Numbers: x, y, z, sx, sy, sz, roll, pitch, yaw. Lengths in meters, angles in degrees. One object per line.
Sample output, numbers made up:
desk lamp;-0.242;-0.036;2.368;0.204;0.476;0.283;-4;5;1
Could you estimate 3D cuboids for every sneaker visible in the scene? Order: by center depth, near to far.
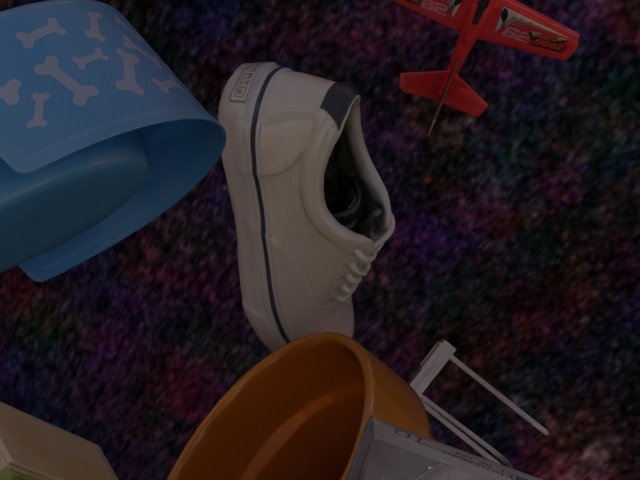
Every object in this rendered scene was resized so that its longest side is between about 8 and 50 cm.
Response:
sneaker;0.000;0.000;0.972;0.091;0.258;0.094;13;51;25

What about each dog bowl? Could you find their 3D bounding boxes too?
dog bowl;-0.187;-0.010;0.619;0.297;0.166;0.074;-25;79;-15

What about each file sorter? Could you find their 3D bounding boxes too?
file sorter;0.132;0.281;1.816;0.173;0.193;0.278;37;89;4

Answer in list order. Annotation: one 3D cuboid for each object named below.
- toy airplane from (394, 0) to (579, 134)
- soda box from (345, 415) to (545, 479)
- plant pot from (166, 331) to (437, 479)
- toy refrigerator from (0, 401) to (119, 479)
toy airplane;0.107;-0.144;1.068;0.151;0.151;0.028;23;29;-6
soda box;0.022;0.218;0.674;0.098;0.286;0.091;20;39;4
plant pot;0.024;0.193;0.934;0.188;0.205;0.205;38;56;-24
toy refrigerator;-0.302;0.247;1.502;0.102;0.269;0.094;-36;64;3
